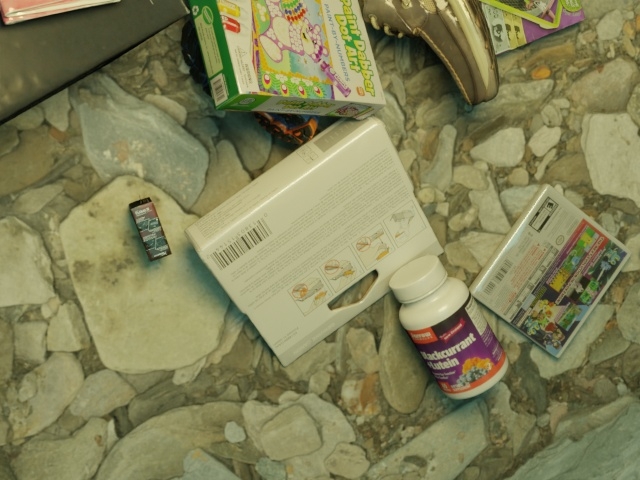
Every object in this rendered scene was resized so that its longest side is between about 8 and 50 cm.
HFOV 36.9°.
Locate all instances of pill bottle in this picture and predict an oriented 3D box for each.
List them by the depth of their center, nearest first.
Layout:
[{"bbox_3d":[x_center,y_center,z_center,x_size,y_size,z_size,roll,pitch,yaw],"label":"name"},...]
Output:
[{"bbox_3d":[0.179,0.121,1.368,0.108,0.108,0.193,-34,106,-6],"label":"pill bottle"}]

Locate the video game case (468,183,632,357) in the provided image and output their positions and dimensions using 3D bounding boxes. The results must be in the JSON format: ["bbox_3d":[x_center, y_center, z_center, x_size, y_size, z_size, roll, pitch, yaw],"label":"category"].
[{"bbox_3d":[0.346,0.047,1.443,0.183,0.023,0.201,36,88,-16],"label":"video game case"}]

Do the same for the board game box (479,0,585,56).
[{"bbox_3d":[0.220,-0.432,1.326,0.208,0.056,0.347,-22,103,-5],"label":"board game box"}]

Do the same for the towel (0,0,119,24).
[{"bbox_3d":[-0.294,-0.327,0.982,0.144,0.029,0.197,-24,96,-36],"label":"towel"}]

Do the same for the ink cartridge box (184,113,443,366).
[{"bbox_3d":[0.000,0.000,1.331,0.296,0.066,0.261,-36,130,-6],"label":"ink cartridge box"}]

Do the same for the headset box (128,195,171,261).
[{"bbox_3d":[-0.228,-0.019,1.274,0.032,0.062,0.083,-20,102,-10],"label":"headset box"}]

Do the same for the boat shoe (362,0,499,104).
[{"bbox_3d":[0.118,-0.330,1.254,0.130,0.132,0.355,-26,96,21],"label":"boat shoe"}]

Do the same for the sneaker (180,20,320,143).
[{"bbox_3d":[-0.089,-0.219,1.274,0.221,0.083,0.087,37,54,-7],"label":"sneaker"}]

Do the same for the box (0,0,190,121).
[{"bbox_3d":[-0.402,-0.268,1.041,0.395,0.212,0.293,-39,107,-32],"label":"box"}]

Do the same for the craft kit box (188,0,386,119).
[{"bbox_3d":[-0.047,-0.275,1.178,0.247,0.061,0.250,-4,75,-47],"label":"craft kit box"}]
